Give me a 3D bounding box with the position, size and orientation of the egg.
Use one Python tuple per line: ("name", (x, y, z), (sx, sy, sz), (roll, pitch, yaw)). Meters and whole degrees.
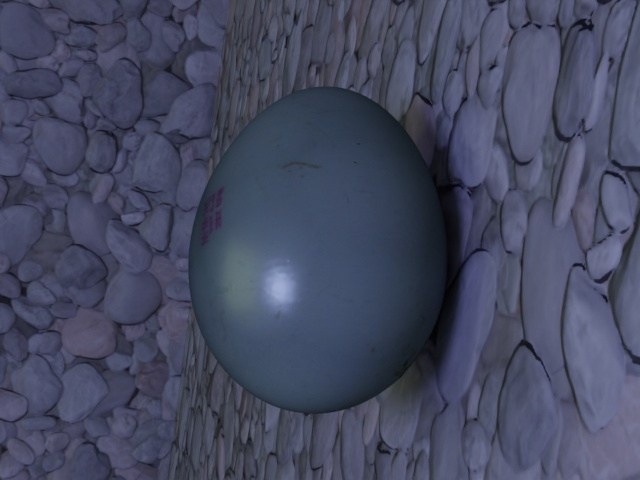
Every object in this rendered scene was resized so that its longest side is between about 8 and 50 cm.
("egg", (0.000, 0.000, 0.903), (0.183, 0.183, 0.264), (113, 167, -48))
